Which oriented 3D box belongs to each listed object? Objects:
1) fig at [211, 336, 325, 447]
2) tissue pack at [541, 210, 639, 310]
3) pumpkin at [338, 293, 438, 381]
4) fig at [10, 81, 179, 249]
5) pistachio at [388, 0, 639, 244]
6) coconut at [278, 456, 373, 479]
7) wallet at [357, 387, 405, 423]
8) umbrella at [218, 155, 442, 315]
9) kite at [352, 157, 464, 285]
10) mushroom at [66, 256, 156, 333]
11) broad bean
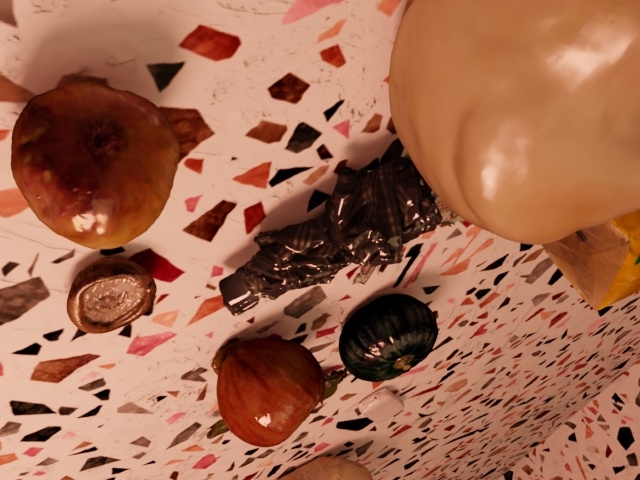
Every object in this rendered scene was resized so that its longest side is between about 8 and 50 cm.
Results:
[{"bbox_3d":[-0.100,0.250,1.222,0.205,0.205,0.205,-22,147,-15],"label":"fig"},{"bbox_3d":[0.641,-0.076,1.332,0.382,0.228,0.293,-25,150,-7],"label":"tissue pack"},{"bbox_3d":[0.133,0.191,1.359,0.202,0.140,0.202,-24,147,-17],"label":"pumpkin"},{"bbox_3d":[-0.223,-0.057,0.736,0.159,0.159,0.257,-22,167,-14],"label":"fig"},{"bbox_3d":[0.256,-0.174,0.792,0.445,0.365,0.281,107,7,-56],"label":"pistachio"},{"bbox_3d":[0.020,0.762,1.911,0.352,0.353,0.353,-22,147,-15],"label":"coconut"},{"bbox_3d":[0.158,0.426,1.808,0.095,0.033,0.190,-34,149,2],"label":"wallet"},{"bbox_3d":[-0.002,-0.012,0.990,0.336,0.154,0.128,-18,154,16],"label":"umbrella"},{"bbox_3d":[0.129,-0.045,1.145,0.406,0.014,0.368,-8,142,-34],"label":"kite"},{"bbox_3d":[-0.275,0.070,0.926,0.123,0.052,0.123,-21,140,-19],"label":"mushroom"},{"bbox_3d":[-0.077,0.327,1.442,0.339,0.061,0.077,-15,157,-24],"label":"broad bean"}]
